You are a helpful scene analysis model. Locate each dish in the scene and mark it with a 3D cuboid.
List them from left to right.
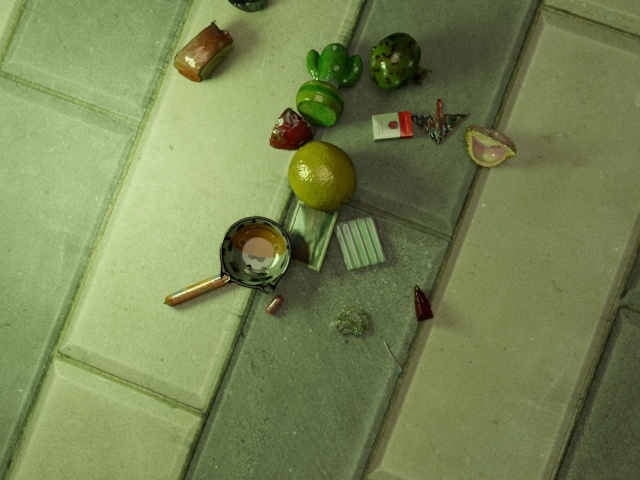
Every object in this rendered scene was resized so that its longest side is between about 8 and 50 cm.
[{"bbox_3d":[-0.245,0.053,1.788,0.303,0.120,0.302,0,85,-1],"label":"dish"}]

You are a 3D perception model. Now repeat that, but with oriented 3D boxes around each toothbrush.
[{"bbox_3d":[0.282,0.455,1.804,0.013,0.011,0.131,-28,86,-20],"label":"toothbrush"}]

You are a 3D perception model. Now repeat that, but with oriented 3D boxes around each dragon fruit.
[{"bbox_3d":[-0.123,-0.415,1.808,0.120,0.127,0.161,42,90,11],"label":"dragon fruit"},{"bbox_3d":[0.397,0.238,1.782,0.063,0.097,0.131,-7,68,-1],"label":"dragon fruit"}]

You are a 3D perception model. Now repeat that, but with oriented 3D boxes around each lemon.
[{"bbox_3d":[0.007,-0.239,1.731,0.268,0.267,0.267,0,88,3],"label":"lemon"}]

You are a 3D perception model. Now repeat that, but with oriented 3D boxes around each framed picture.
[{"bbox_3d":[-0.043,-0.022,1.809,0.184,0.016,0.249,19,88,22],"label":"framed picture"}]

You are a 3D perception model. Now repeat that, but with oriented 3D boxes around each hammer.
[{"bbox_3d":[-0.180,0.254,1.821,0.043,0.043,0.083,38,89,4],"label":"hammer"}]

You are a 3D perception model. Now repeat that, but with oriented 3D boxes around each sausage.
[{"bbox_3d":[-0.461,0.185,1.831,0.348,0.053,0.053,-22,87,2],"label":"sausage"}]

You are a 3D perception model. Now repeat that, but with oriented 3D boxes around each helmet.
[{"bbox_3d":[-0.281,-0.981,1.848,0.177,0.107,0.153,24,92,23],"label":"helmet"}]

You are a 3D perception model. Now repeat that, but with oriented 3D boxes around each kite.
[{"bbox_3d":[0.473,-0.469,1.833,0.232,0.009,0.189,1,87,2],"label":"kite"}]

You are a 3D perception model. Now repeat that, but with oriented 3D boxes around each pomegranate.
[{"bbox_3d":[0.305,-0.668,1.761,0.263,0.211,0.210,21,89,-16],"label":"pomegranate"}]

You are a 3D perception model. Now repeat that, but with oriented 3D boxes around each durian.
[{"bbox_3d":[0.643,-0.368,1.761,0.183,0.132,0.165,1,76,14],"label":"durian"}]

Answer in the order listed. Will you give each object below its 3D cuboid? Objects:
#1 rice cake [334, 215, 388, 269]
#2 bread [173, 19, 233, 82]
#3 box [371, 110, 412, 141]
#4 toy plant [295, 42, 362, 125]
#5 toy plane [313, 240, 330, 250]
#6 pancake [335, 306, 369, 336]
[{"bbox_3d":[0.154,0.008,1.816,0.190,0.037,0.198,-11,87,3],"label":"rice cake"},{"bbox_3d":[-0.450,-0.736,1.809,0.123,0.190,0.244,41,87,-9],"label":"bread"},{"bbox_3d":[0.282,-0.449,1.825,0.152,0.048,0.100,-6,89,1],"label":"box"},{"bbox_3d":[0.027,-0.623,1.802,0.224,0.184,0.315,21,73,-1],"label":"toy plant"},{"bbox_3d":[0.000,0.000,1.823,0.102,0.040,0.111,22,91,14],"label":"toy plane"},{"bbox_3d":[0.126,0.318,1.812,0.130,0.022,0.116,5,85,3],"label":"pancake"}]
